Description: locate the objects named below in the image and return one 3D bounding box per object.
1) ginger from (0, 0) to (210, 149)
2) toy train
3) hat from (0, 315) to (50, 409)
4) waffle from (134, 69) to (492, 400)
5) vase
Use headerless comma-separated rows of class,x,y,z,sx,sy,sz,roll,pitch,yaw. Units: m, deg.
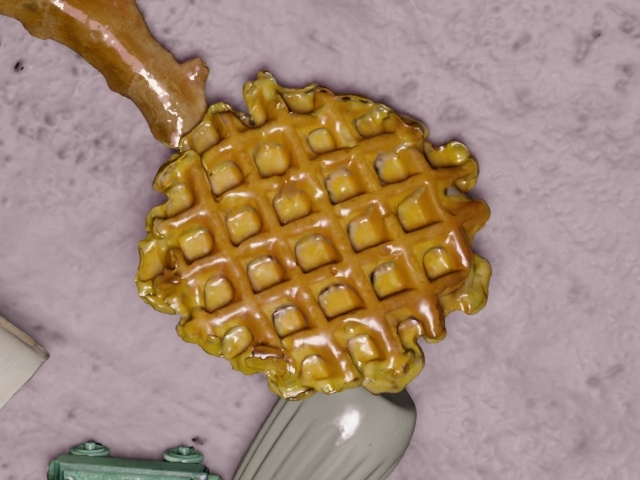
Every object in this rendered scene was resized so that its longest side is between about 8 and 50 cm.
ginger,-0.216,-0.194,1.653,0.299,0.065,0.118,43,104,-6
toy train,-0.181,0.235,1.691,0.172,0.099,0.070,3,97,3
hat,-0.399,0.054,1.668,0.301,0.168,0.258,32,122,-26
waffle,0.000,0.000,1.609,0.325,0.068,0.302,22,70,3
vase,-0.019,0.223,1.673,0.128,0.128,0.248,38,104,-3
